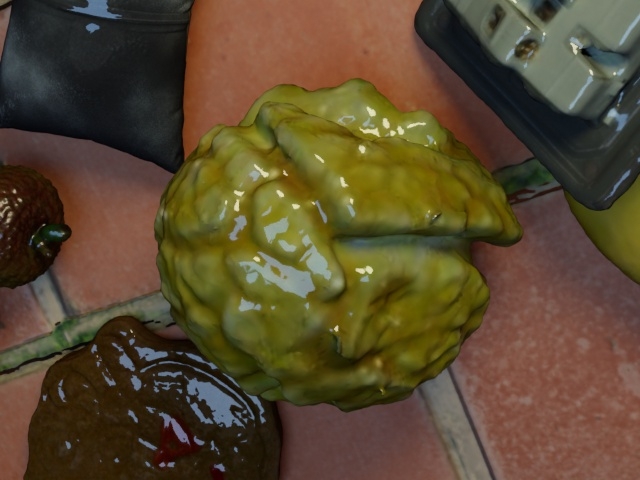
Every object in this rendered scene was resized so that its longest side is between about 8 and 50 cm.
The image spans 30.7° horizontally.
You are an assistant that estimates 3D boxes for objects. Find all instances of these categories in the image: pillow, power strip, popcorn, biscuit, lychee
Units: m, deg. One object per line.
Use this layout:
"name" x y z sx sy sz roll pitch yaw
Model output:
"pillow" -0.186 -0.189 0.992 0.186 0.106 0.250 13 112 4
"power strip" 0.186 -0.193 0.834 0.257 0.092 0.251 -56 45 26
"popcorn" 0.001 0.003 0.907 0.247 0.282 0.282 45 116 31
"biscuit" -0.167 0.212 1.143 0.257 0.049 0.273 28 110 7
"lychee" -0.290 -0.015 1.073 0.146 0.114 0.114 20 112 30

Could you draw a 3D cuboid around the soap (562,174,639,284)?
"soap" 0.354 -0.135 0.844 0.306 0.115 0.427 30 113 11
